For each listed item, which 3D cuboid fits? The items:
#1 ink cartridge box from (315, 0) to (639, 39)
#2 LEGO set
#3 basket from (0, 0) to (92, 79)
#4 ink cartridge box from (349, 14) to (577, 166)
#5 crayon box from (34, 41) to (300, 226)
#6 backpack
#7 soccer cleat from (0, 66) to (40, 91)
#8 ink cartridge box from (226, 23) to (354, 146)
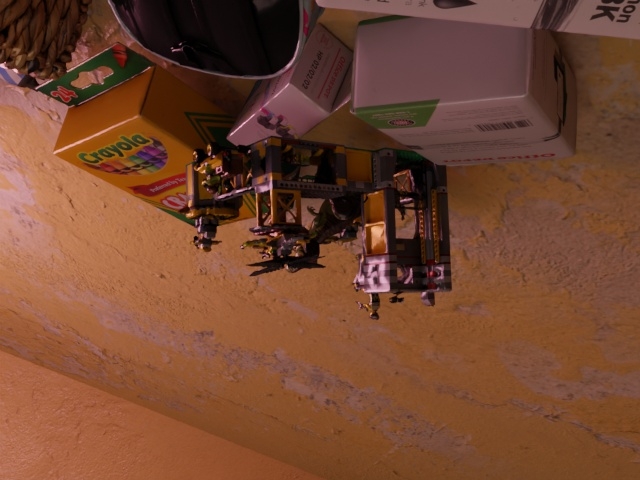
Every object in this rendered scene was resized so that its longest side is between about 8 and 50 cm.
[{"bbox_3d":[0.139,-0.231,0.401,0.273,0.114,0.197,6,156,2],"label":"ink cartridge box"},{"bbox_3d":[0.000,0.000,0.821,0.331,0.192,0.255,3,173,-42],"label":"LEGO set"},{"bbox_3d":[-0.375,-0.302,0.621,0.299,0.213,0.223,25,-171,26],"label":"basket"},{"bbox_3d":[0.150,-0.142,0.670,0.160,0.093,0.219,0,174,29],"label":"ink cartridge box"},{"bbox_3d":[-0.207,-0.121,0.929,0.202,0.081,0.318,-11,150,41],"label":"crayon box"},{"bbox_3d":[-0.094,-0.274,0.607,0.225,0.191,0.253,13,145,13],"label":"backpack"},{"bbox_3d":[-0.353,-0.287,0.802,0.143,0.116,0.331,31,147,-24],"label":"soccer cleat"},{"bbox_3d":[-0.025,-0.174,0.795,0.061,0.104,0.181,35,145,-22],"label":"ink cartridge box"}]
